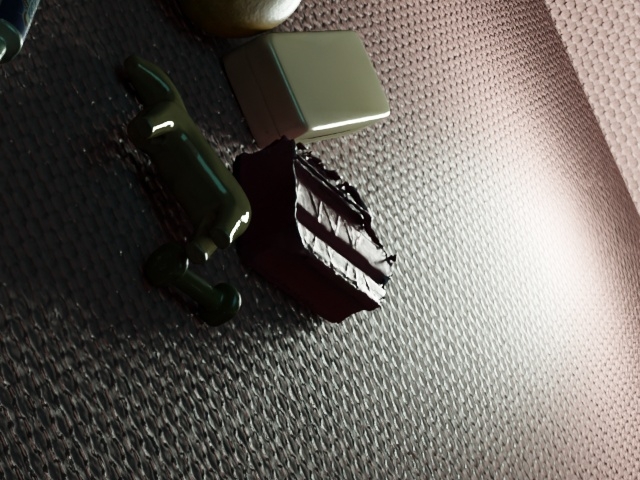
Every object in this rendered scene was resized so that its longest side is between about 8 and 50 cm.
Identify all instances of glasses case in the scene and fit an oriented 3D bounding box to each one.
[{"bbox_3d":[-0.012,-0.208,2.122,0.144,0.076,0.336,67,23,2],"label":"glasses case"}]

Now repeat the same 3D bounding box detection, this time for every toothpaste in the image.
[{"bbox_3d":[-0.307,-0.252,1.580,0.069,0.047,0.268,39,30,-25],"label":"toothpaste"}]

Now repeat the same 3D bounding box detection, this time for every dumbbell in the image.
[{"bbox_3d":[-0.135,0.048,1.657,0.118,0.052,0.046,42,21,-45],"label":"dumbbell"}]

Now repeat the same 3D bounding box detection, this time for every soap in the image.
[{"bbox_3d":[0.000,0.000,1.929,0.250,0.099,0.162,38,36,-47],"label":"soap"}]

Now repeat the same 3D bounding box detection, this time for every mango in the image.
[{"bbox_3d":[-0.103,-0.325,1.957,0.120,0.151,0.221,34,35,24],"label":"mango"}]

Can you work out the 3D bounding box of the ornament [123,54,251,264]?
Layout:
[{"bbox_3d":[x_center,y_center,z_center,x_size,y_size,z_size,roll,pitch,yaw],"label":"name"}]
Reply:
[{"bbox_3d":[-0.155,-0.099,1.700,0.230,0.061,0.245,55,12,-6],"label":"ornament"}]
